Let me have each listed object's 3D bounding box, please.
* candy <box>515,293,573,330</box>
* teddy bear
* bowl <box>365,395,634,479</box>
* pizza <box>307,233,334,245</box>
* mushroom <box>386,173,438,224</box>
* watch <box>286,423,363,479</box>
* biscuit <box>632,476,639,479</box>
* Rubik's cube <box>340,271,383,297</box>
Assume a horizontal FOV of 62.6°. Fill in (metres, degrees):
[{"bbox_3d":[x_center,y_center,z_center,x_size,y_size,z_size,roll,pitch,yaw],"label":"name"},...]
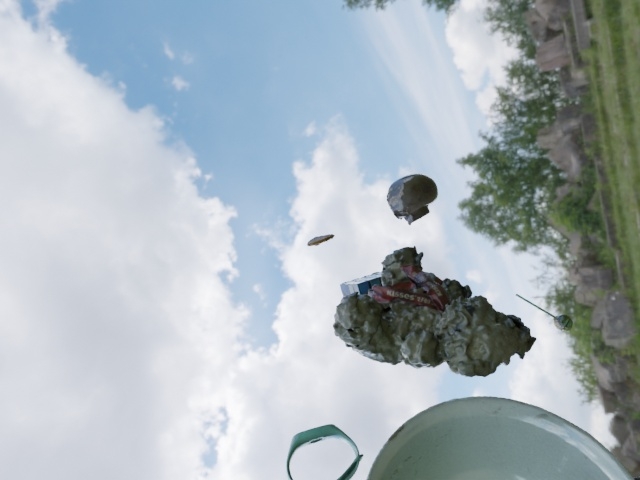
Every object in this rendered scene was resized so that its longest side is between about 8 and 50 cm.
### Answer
[{"bbox_3d":[0.750,0.236,1.772,0.061,0.202,0.061,-43,-27,-28],"label":"candy"},{"bbox_3d":[0.258,0.164,1.124,0.357,0.367,0.225,-33,-64,-51],"label":"teddy bear"},{"bbox_3d":[0.279,0.488,0.823,0.435,0.434,0.196,-64,-26,-42],"label":"bowl"},{"bbox_3d":[0.008,0.000,1.951,0.100,0.099,0.029,-47,-59,-68],"label":"pizza"},{"bbox_3d":[0.291,-0.139,1.601,0.188,0.117,0.141,-28,-96,-40],"label":"mushroom"},{"bbox_3d":[0.010,0.662,1.592,0.068,0.236,0.195,97,156,-51],"label":"watch"},{"bbox_3d":[0.565,0.445,0.958,0.089,0.087,0.027,14,-120,-36],"label":"biscuit"},{"bbox_3d":[0.169,0.181,1.596,0.154,0.155,0.151,-17,-88,-20],"label":"Rubik's cube"}]
